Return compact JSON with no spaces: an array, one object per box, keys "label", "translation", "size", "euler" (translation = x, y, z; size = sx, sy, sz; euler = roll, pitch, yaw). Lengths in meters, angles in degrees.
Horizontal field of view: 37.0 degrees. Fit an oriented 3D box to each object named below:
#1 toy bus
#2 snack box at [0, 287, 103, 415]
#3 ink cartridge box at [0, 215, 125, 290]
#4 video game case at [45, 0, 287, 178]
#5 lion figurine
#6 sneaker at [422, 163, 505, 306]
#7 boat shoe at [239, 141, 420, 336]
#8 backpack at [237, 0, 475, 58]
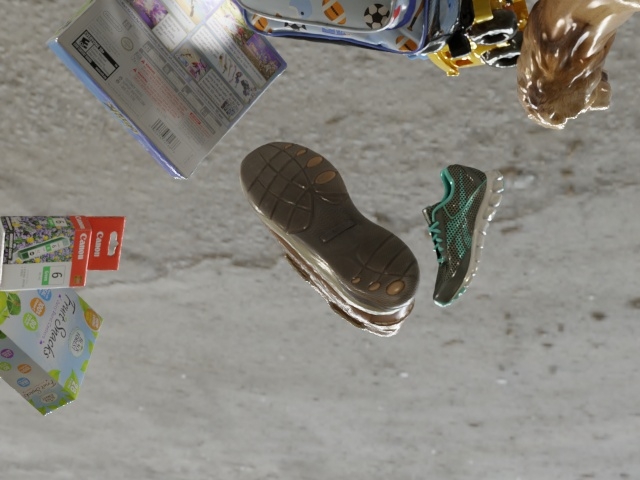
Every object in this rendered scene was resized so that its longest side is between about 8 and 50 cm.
[{"label":"toy bus","translation":[0.180,-0.319,1.348],"size":[0.211,0.150,0.220],"euler":[-11,168,24]},{"label":"snack box","translation":[-0.411,0.111,1.338],"size":[0.070,0.175,0.207],"euler":[-26,121,20]},{"label":"ink cartridge box","translation":[-0.234,0.010,0.872],"size":[0.115,0.029,0.063],"euler":[-1,120,-28]},{"label":"video game case","translation":[-0.214,-0.269,1.386],"size":[0.269,0.244,0.061],"euler":[49,161,-27]},{"label":"lion figurine","translation":[0.329,-0.284,1.063],"size":[0.142,0.240,0.392],"euler":[24,167,4]},{"label":"sneaker","translation":[0.143,-0.010,1.061],"size":[0.076,0.167,0.065],"euler":[21,167,-8]},{"label":"boat shoe","translation":[0.000,0.000,1.190],"size":[0.123,0.324,0.116],"euler":[-26,142,-18]},{"label":"backpack","translation":[0.033,-0.340,1.017],"size":[0.276,0.264,0.213],"euler":[12,-166,17]}]
